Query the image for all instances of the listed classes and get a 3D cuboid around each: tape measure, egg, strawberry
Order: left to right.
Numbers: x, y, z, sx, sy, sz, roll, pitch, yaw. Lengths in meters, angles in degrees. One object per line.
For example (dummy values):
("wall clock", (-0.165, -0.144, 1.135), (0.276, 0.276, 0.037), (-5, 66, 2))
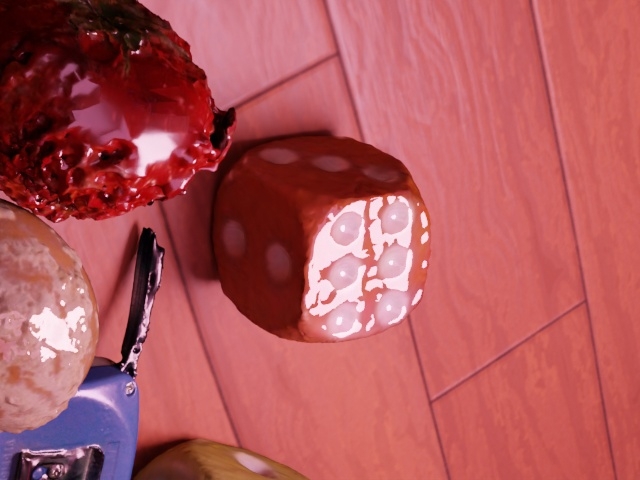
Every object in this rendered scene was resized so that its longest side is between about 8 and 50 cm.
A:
("egg", (-0.312, 0.066, 1.741), (0.203, 0.203, 0.245), (-31, 121, -20))
("tape measure", (-0.267, 0.161, 1.890), (0.215, 0.098, 0.351), (-2, 111, -36))
("strawberry", (-0.218, -0.116, 1.686), (0.274, 0.274, 0.220), (12, 121, -39))

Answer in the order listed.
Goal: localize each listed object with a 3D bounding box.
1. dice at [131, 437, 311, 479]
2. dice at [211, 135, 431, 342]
("dice", (-0.098, 0.372, 2.027), (0.227, 0.233, 0.238), (21, 99, -40))
("dice", (0.000, 0.000, 1.946), (0.174, 0.179, 0.175), (-9, 120, -33))
